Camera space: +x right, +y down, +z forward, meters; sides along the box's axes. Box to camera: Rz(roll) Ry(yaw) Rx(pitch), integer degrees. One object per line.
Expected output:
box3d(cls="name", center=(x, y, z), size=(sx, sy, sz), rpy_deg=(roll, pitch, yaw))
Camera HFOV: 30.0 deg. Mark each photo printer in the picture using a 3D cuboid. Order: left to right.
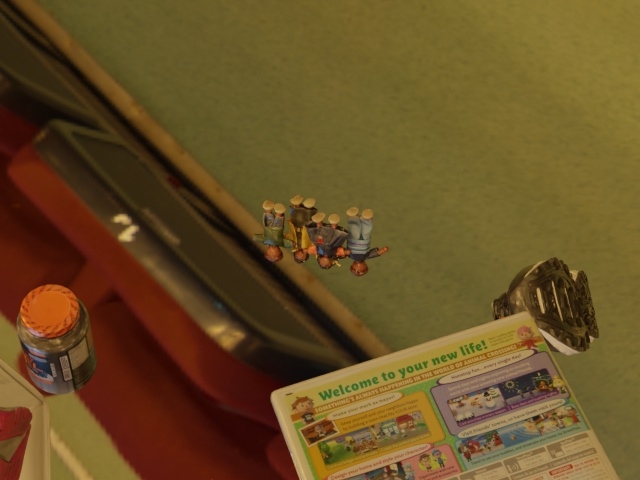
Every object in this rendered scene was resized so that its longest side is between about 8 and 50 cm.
box3d(cls="photo printer", center=(-0.490, 0.339, 1.765), size=(0.256, 0.107, 0.307), rpy_deg=(24, 117, 47))

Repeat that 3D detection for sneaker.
box3d(cls="sneaker", center=(-0.376, 0.188, 1.156), size=(0.111, 0.252, 0.103), rpy_deg=(7, 73, 10))
box3d(cls="sneaker", center=(0.235, 0.082, 1.296), size=(0.108, 0.271, 0.100), rpy_deg=(-14, 80, 17))

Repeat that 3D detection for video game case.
box3d(cls="video game case", center=(0.094, 0.161, 0.858), size=(0.212, 0.023, 0.193), rpy_deg=(-17, 55, -10))

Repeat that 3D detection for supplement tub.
box3d(cls="supplement tub", center=(-0.433, 0.161, 1.957), size=(0.117, 0.117, 0.190), rpy_deg=(41, 152, 23))

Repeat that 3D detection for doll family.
box3d(cls="doll family", center=(0.000, 0.000, 1.730), size=(0.193, 0.076, 0.111), rpy_deg=(14, 124, 21))
